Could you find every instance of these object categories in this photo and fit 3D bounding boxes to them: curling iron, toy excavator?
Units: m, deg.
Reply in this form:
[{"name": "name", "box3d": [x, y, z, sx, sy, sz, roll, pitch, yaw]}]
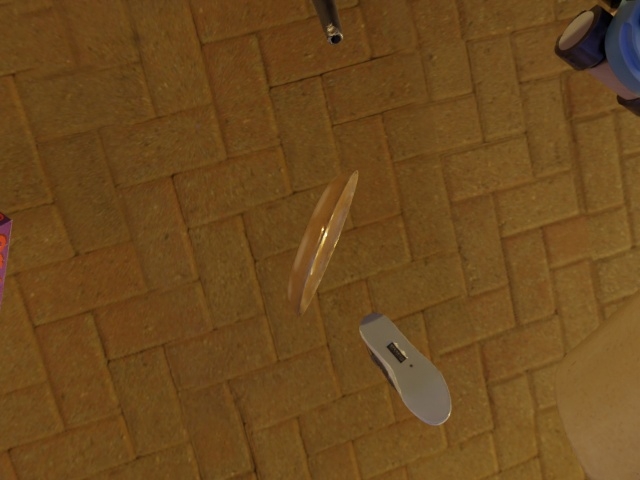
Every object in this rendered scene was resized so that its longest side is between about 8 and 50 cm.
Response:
[{"name": "curling iron", "box3d": [-0.004, -0.327, 0.683, 0.035, 0.068, 0.274, 12, 57, -28]}, {"name": "toy excavator", "box3d": [0.669, -0.444, 0.955, 0.222, 0.445, 0.433, 30, 84, -16]}]

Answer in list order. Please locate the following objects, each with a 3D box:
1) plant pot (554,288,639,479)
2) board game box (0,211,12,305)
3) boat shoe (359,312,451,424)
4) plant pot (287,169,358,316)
[{"name": "plant pot", "box3d": [0.390, 0.115, 0.508, 0.333, 0.334, 0.305, 30, 127, -15]}, {"name": "board game box", "box3d": [-0.550, 0.128, 0.848, 0.056, 0.208, 0.347, 31, 126, 2]}, {"name": "boat shoe", "box3d": [0.125, 0.188, 0.864, 0.065, 0.083, 0.183, -33, 61, -6]}, {"name": "plant pot", "box3d": [0.000, 0.000, 0.904, 0.032, 0.236, 0.237, 22, 96, 5]}]
